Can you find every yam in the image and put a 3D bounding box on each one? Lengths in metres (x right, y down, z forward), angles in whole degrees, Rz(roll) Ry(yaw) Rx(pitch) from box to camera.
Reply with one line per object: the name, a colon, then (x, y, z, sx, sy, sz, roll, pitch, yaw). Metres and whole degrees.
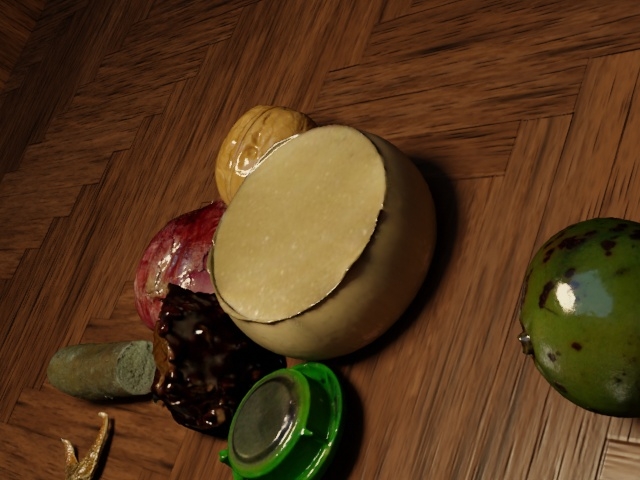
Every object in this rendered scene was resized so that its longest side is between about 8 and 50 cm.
yam: (-0.384, 0.230, 1.742, 0.259, 0.106, 0.106, -11, 55, 48)

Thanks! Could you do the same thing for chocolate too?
chocolate: (-0.198, 0.159, 1.454, 0.206, 0.177, 0.224, -36, 47, 12)

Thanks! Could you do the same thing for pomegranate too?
pomegranate: (0.312, 0.067, 0.950, 0.247, 0.202, 0.202, -14, 46, 6)

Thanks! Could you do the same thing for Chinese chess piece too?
Chinese chess piece: (0.000, 0.000, 1.381, 0.338, 0.140, 0.338, -23, 49, 29)

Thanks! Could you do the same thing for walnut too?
walnut: (-0.087, -0.127, 1.608, 0.197, 0.165, 0.165, -55, 33, -10)

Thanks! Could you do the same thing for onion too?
onion: (-0.234, 0.027, 1.704, 0.227, 0.120, 0.284, -8, 57, 43)

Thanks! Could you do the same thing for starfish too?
starfish: (-0.431, 0.422, 1.703, 0.138, 0.050, 0.247, -18, 43, 44)

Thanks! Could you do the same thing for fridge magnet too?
fridge magnet: (-0.049, 0.255, 1.312, 0.208, 0.088, 0.208, -34, 35, 29)

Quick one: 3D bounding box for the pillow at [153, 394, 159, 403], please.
pillow: (-0.221, 0.210, 1.601, 0.150, 0.048, 0.090, -19, 41, 41)
